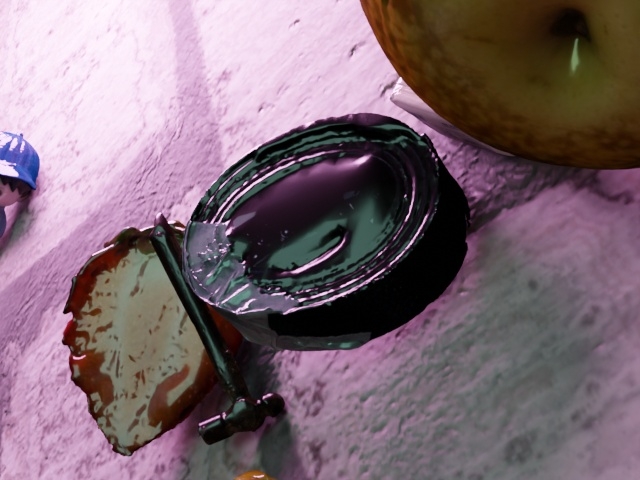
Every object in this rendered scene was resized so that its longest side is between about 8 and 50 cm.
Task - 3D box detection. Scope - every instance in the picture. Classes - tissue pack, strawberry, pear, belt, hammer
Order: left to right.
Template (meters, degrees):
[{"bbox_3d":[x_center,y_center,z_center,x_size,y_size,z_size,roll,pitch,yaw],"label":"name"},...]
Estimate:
[{"bbox_3d":[-0.121,0.075,0.820,0.146,0.082,0.187,8,78,20],"label":"strawberry"},{"bbox_3d":[-0.090,0.060,0.773,0.065,0.021,0.178,-28,78,4],"label":"hammer"},{"bbox_3d":[0.000,0.000,0.722,0.198,0.078,0.151,-16,57,20],"label":"belt"},{"bbox_3d":[0.098,-0.090,0.717,0.083,0.062,0.042,28,89,50],"label":"tissue pack"},{"bbox_3d":[0.157,-0.175,0.562,0.280,0.280,0.281,-24,51,33],"label":"pear"}]

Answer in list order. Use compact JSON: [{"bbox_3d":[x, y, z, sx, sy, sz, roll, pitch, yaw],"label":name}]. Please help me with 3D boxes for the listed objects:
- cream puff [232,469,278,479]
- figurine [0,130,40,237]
[{"bbox_3d":[-0.072,0.203,0.651,0.121,0.156,0.156,39,96,32],"label":"cream puff"},{"bbox_3d":[-0.356,-0.045,1.146,0.149,0.086,0.087,-59,-2,16],"label":"figurine"}]
